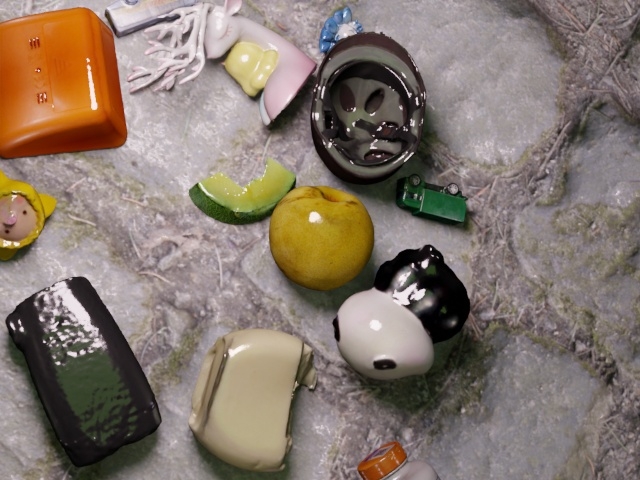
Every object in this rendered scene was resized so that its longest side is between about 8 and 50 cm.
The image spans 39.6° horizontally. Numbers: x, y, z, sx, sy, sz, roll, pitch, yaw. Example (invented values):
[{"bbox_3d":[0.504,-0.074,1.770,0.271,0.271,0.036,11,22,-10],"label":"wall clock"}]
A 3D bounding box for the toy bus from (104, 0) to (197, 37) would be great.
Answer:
[{"bbox_3d":[-0.339,-0.476,1.797,0.190,0.064,0.075,-24,93,-16],"label":"toy bus"}]

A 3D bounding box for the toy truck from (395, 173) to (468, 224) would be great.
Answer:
[{"bbox_3d":[0.230,-0.088,1.870,0.147,0.065,0.079,14,81,-13],"label":"toy truck"}]

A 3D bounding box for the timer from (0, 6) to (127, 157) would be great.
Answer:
[{"bbox_3d":[-0.523,-0.302,1.704,0.250,0.161,0.257,-10,83,0],"label":"timer"}]

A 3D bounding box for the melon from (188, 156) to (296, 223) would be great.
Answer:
[{"bbox_3d":[-0.147,-0.099,1.784,0.209,0.064,0.118,-25,82,-19],"label":"melon"}]

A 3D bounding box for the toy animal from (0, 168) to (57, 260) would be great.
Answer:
[{"bbox_3d":[-0.614,-0.078,1.627,0.230,0.156,0.156,42,73,-20],"label":"toy animal"}]

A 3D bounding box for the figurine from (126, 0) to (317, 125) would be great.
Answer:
[{"bbox_3d":[-0.194,-0.353,1.741,0.315,0.206,0.284,38,73,-6],"label":"figurine"}]

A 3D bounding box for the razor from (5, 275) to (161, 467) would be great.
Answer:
[{"bbox_3d":[-0.436,0.237,1.631,0.189,0.107,0.327,-27,88,-17],"label":"razor"}]

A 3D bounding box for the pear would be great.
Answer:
[{"bbox_3d":[0.000,0.000,1.733,0.209,0.209,0.209,2,80,-13],"label":"pear"}]

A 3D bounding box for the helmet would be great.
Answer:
[{"bbox_3d":[0.090,-0.250,1.806,0.225,0.177,0.305,7,73,-4],"label":"helmet"}]

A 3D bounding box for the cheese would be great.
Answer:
[{"bbox_3d":[-0.119,0.300,1.690,0.233,0.127,0.266,17,80,-14],"label":"cheese"}]

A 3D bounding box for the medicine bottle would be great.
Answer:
[{"bbox_3d":[0.187,0.533,1.708,0.157,0.157,0.289,-32,89,-16],"label":"medicine bottle"}]

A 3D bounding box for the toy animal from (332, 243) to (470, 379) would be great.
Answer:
[{"bbox_3d":[0.157,0.158,1.748,0.267,0.212,0.212,-45,93,-12],"label":"toy animal"}]

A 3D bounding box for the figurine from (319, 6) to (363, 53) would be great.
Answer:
[{"bbox_3d":[0.038,-0.426,1.872,0.114,0.079,0.114,-25,129,-36],"label":"figurine"}]
